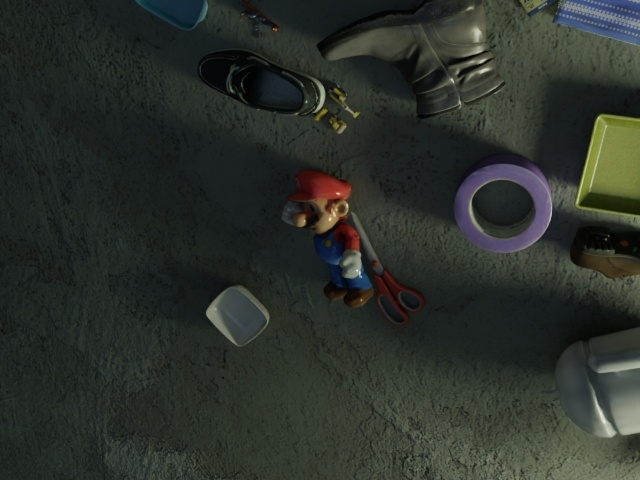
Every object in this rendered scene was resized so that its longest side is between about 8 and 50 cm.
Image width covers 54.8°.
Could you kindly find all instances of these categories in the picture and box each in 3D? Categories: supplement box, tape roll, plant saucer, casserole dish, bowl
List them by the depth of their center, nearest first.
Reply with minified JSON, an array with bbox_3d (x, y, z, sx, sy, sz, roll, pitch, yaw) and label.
[{"bbox_3d":[0.372,-0.448,1.088,0.056,0.083,0.083,-30,101,29],"label":"supplement box"},{"bbox_3d":[0.596,-0.141,1.166,0.188,0.045,0.188,11,116,15],"label":"plant saucer"},{"bbox_3d":[0.370,-0.076,1.255,0.189,0.080,0.189,7,114,17],"label":"tape roll"},{"bbox_3d":[-0.317,-0.530,1.319,0.188,0.037,0.114,30,119,5],"label":"casserole dish"},{"bbox_3d":[-0.206,0.184,1.584,0.142,0.053,0.142,45,120,-4],"label":"bowl"}]

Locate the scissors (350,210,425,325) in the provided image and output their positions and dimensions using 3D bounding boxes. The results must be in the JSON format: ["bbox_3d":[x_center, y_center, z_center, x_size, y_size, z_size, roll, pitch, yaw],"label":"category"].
[{"bbox_3d":[0.127,0.073,1.436,0.109,0.021,0.297,-35,99,30],"label":"scissors"}]

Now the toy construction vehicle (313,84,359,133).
[{"bbox_3d":[0.024,-0.278,1.311,0.098,0.035,0.086,45,119,-4],"label":"toy construction vehicle"}]

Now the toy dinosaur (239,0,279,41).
[{"bbox_3d":[-0.126,-0.462,1.282,0.082,0.047,0.090,4,104,-2],"label":"toy dinosaur"}]

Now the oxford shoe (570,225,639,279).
[{"bbox_3d":[0.614,0.035,1.231,0.227,0.083,0.096,13,138,12],"label":"oxford shoe"}]

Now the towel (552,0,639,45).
[{"bbox_3d":[0.568,-0.499,1.024,0.243,0.040,0.336,20,118,11],"label":"towel"}]

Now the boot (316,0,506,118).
[{"bbox_3d":[0.169,-0.335,1.196,0.338,0.118,0.223,-7,115,26],"label":"boot"}]

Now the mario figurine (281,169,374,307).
[{"bbox_3d":[0.000,0.000,1.368,0.198,0.170,0.320,-10,110,25],"label":"mario figurine"}]

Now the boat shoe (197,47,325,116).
[{"bbox_3d":[-0.141,-0.336,1.298,0.302,0.091,0.114,15,112,19],"label":"boat shoe"}]

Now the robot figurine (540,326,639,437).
[{"bbox_3d":[0.636,0.282,1.250,0.353,0.200,0.300,-20,138,24],"label":"robot figurine"}]
